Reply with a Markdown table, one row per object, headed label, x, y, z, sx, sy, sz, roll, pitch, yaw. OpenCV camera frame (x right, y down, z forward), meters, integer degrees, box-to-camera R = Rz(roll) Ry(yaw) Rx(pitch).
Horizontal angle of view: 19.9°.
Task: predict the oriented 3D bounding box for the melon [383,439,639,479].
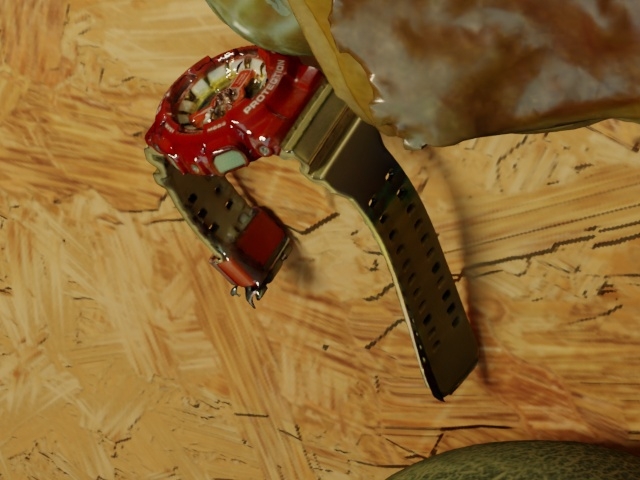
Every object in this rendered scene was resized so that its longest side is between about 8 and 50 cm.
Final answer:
| label | x | y | z | sx | sy | sz | roll | pitch | yaw |
| --- | --- | --- | --- | --- | --- | --- | --- | --- | --- |
| melon | 0.149 | 0.253 | 1.190 | 0.329 | 0.248 | 0.249 | 5 | 132 | 33 |

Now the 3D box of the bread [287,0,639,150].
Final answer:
| label | x | y | z | sx | sy | sz | roll | pitch | yaw |
| --- | --- | --- | --- | --- | --- | --- | --- | --- | --- |
| bread | 0.149 | -0.207 | 0.796 | 0.370 | 0.191 | 0.314 | -10 | 118 | 24 |

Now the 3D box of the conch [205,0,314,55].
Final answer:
| label | x | y | z | sx | sy | sz | roll | pitch | yaw |
| --- | --- | --- | --- | --- | --- | --- | --- | --- | --- |
| conch | -0.014 | -0.158 | 1.009 | 0.173 | 0.106 | 0.116 | 36 | 122 | 19 |

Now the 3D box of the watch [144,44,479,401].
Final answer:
| label | x | y | z | sx | sy | sz | roll | pitch | yaw |
| --- | --- | --- | --- | --- | --- | --- | --- | --- | --- |
| watch | -0.007 | -0.006 | 1.169 | 0.164 | 0.102 | 0.268 | 11 | 144 | 34 |
